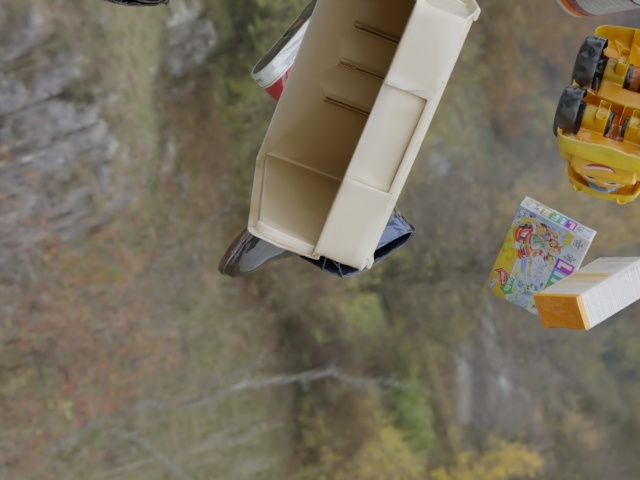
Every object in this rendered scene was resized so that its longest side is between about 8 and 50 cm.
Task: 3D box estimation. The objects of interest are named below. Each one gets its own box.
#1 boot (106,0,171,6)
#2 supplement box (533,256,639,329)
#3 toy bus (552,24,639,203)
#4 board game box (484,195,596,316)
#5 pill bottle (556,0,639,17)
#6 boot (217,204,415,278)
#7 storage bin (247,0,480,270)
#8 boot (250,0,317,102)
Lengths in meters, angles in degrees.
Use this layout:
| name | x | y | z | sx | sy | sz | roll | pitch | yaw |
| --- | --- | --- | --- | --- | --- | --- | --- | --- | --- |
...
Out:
| name | x | y | z | sx | sy | sz | roll | pitch | yaw |
| --- | --- | --- | --- | --- | --- | --- | --- | --- | --- |
| boot | -0.220 | -0.380 | 2.066 | 0.229 | 0.262 | 0.091 | -103 | -163 | -55 |
| supplement box | 0.261 | 0.050 | 1.431 | 0.062 | 0.098 | 0.036 | -1 | -68 | 57 |
| toy bus | 0.365 | -0.123 | 1.861 | 0.211 | 0.149 | 0.220 | 95 | 18 | -48 |
| board game box | 0.289 | 0.026 | 1.988 | 0.026 | 0.103 | 0.154 | -49 | 162 | -47 |
| pill bottle | 0.457 | -0.404 | 2.239 | 0.121 | 0.221 | 0.121 | 0 | 89 | -35 |
| boot | 0.000 | 0.000 | 1.606 | 0.106 | 0.219 | 0.082 | 47 | -27 | 16 |
| storage bin | 0.035 | -0.137 | 1.413 | 0.260 | 0.123 | 0.262 | -90 | -159 | -71 |
| boot | 0.042 | -0.257 | 2.095 | 0.176 | 0.244 | 0.088 | 43 | -9 | -18 |
